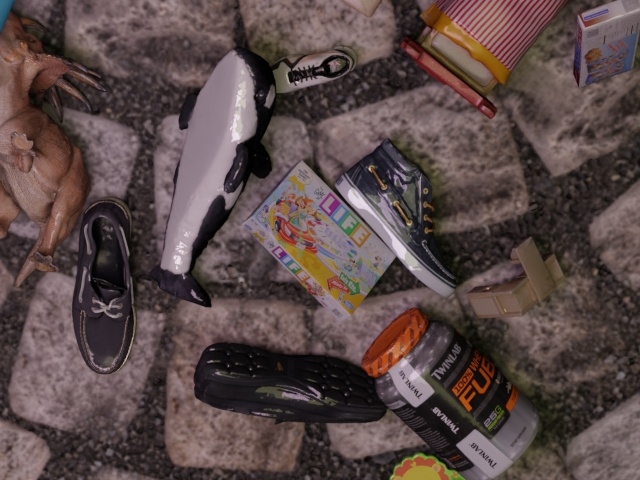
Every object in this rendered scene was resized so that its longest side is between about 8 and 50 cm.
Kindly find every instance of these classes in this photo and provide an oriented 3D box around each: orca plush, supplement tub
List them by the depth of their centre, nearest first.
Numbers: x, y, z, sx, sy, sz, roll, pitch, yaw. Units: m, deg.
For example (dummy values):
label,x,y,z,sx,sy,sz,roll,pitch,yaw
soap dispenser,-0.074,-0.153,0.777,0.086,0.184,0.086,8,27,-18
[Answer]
label,x,y,z,sx,sy,sz,roll,pitch,yaw
orca plush,-0.091,-0.066,1.590,0.102,0.151,0.287,5,100,-33
supplement tub,0.143,0.171,1.629,0.190,0.117,0.117,43,98,-9

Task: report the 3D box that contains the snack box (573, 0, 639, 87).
label,x,y,z,sx,sy,sz,roll,pitch,yaw
snack box,0.299,-0.206,1.525,0.064,0.178,0.022,-20,75,3

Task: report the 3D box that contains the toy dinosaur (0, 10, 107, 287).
label,x,y,z,sx,sy,sz,roll,pitch,yaw
toy dinosaur,-0.301,-0.091,1.577,0.127,0.200,0.296,6,127,19

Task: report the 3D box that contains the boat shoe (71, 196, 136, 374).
label,x,y,z,sx,sy,sz,roll,pitch,yaw
boat shoe,-0.245,0.057,1.630,0.075,0.065,0.206,4,102,-1

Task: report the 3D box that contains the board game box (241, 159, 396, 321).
label,x,y,z,sx,sy,sz,roll,pitch,yaw
board game box,0.000,0.000,1.607,0.154,0.026,0.103,45,54,-9

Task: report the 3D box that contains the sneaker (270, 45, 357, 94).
label,x,y,z,sx,sy,sz,roll,pitch,yaw
sneaker,-0.014,-0.187,1.593,0.109,0.044,0.040,-18,103,5

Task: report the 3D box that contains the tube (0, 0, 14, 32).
label,x,y,z,sx,sy,sz,roll,pitch,yaw
tube,-0.340,-0.284,1.527,0.080,0.052,0.207,16,62,-7

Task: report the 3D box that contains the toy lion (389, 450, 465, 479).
label,x,y,z,sx,sy,sz,roll,pitch,yaw
toy lion,0.132,0.291,1.700,0.100,0.034,0.096,-12,94,2

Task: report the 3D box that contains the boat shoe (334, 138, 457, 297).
label,x,y,z,sx,sy,sz,roll,pitch,yaw
boat shoe,0.106,-0.024,1.614,0.083,0.065,0.183,-42,98,9

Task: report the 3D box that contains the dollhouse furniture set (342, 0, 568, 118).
label,x,y,z,sx,sy,sz,roll,pitch,yaw
dollhouse furniture set,0.086,-0.316,1.510,0.374,0.152,0.201,35,99,-7

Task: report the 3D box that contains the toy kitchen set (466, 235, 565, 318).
label,x,y,z,sx,sy,sz,roll,pitch,yaw
toy kitchen set,0.215,0.037,1.646,0.083,0.075,0.068,-36,106,-34

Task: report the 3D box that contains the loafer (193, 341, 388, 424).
label,x,y,z,sx,sy,sz,roll,pitch,yaw
loafer,-0.034,0.172,1.657,0.223,0.076,0.078,11,132,-8
